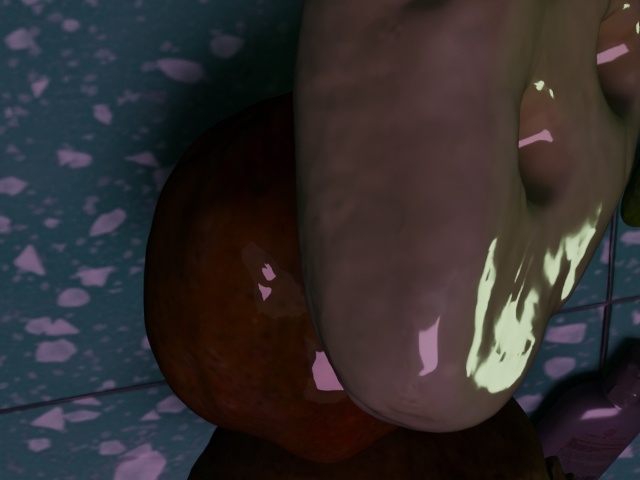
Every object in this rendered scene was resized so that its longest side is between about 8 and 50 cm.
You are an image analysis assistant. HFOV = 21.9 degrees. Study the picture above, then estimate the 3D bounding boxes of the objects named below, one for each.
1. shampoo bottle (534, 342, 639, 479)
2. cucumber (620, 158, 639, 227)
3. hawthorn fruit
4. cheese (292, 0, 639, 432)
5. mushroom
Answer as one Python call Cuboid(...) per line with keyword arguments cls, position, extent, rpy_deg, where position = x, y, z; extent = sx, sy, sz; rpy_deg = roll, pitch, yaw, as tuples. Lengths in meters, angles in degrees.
Cuboid(cls="shampoo bottle", position=(0.212, 0.142, 1.290), extent=(0.080, 0.040, 0.165), rpy_deg=(10, 134, -22))
Cuboid(cls="cucumber", position=(0.255, -0.093, 1.027), extent=(0.056, 0.056, 0.250), rpy_deg=(5, 139, -19))
Cuboid(cls="hawthorn fruit", position=(0.000, 0.000, 0.974), extent=(0.208, 0.208, 0.248), rpy_deg=(-5, 125, -9))
Cuboid(cls="cheese", position=(0.054, -0.094, 0.773), extent=(0.130, 0.328, 0.351), rpy_deg=(5, 148, 28))
Cuboid(cls="mushroom", position=(0.055, 0.171, 1.136), extent=(0.283, 0.263, 0.195), rpy_deg=(22, 94, -20))
